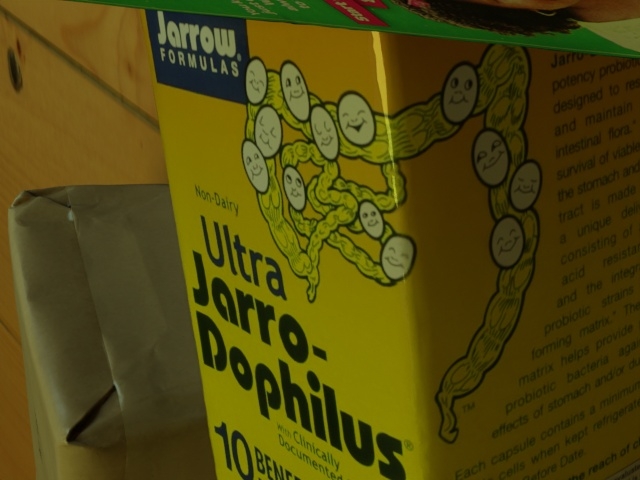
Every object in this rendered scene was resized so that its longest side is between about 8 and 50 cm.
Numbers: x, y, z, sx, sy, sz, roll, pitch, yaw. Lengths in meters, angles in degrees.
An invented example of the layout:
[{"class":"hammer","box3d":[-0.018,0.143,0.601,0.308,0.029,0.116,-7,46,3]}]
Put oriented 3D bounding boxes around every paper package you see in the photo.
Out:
[{"class":"paper package","box3d":[-0.147,0.166,0.920,0.309,0.168,0.325,-120,28,-51]}]

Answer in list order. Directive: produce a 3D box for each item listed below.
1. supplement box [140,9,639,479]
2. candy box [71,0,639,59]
[{"class":"supplement box","box3d":[0.061,0.035,0.567,0.194,0.195,0.357,20,122,52]},{"class":"candy box","box3d":[0.012,-0.210,0.370,0.317,0.122,0.268,12,79,34]}]
